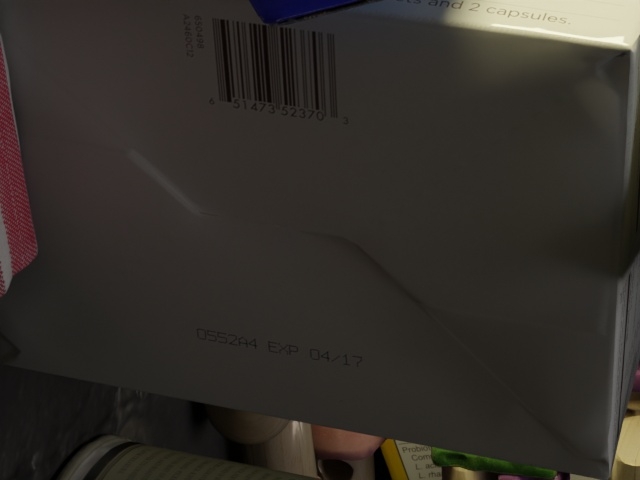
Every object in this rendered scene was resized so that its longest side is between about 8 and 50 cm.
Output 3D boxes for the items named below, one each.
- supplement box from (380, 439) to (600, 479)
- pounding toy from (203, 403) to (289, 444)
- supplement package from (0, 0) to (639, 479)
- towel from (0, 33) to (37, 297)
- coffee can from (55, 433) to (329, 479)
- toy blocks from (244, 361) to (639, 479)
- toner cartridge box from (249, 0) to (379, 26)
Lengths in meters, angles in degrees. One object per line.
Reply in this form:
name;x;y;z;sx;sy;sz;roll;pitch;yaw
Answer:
supplement box;0.191;0.189;1.557;0.195;0.194;0.357;-60;136;-55
pounding toy;0.000;0.000;1.042;0.237;0.182;0.110;79;-1;-53
supplement package;0.004;-0.048;0.771;0.145;0.261;0.204;-64;157;-48
towel;-0.159;0.002;0.647;0.197;0.029;0.144;-56;150;-46
coffee can;0.008;0.214;0.918;0.201;0.275;0.202;10;90;-75
toy blocks;0.122;0.134;1.292;0.309;0.288;0.260;-68;157;-49
toner cartridge box;-0.041;-0.254;0.590;0.348;0.075;0.165;59;37;-31
